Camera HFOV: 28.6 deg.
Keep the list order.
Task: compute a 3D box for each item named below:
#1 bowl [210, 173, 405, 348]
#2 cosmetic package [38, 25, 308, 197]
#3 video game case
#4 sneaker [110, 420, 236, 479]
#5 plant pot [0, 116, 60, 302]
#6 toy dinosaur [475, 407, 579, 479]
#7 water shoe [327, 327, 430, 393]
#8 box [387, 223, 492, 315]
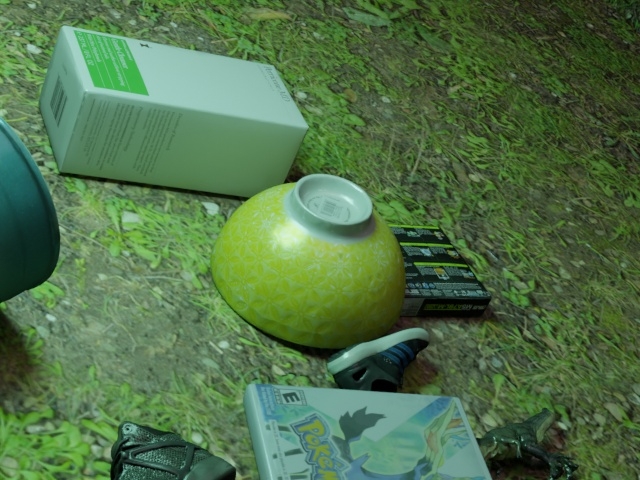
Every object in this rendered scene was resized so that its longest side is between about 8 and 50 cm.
[{"bbox_3d":[0.000,0.000,1.790,0.289,0.156,0.289,12,36,-9],"label":"bowl"},{"bbox_3d":[-0.229,-0.192,1.945,0.366,0.155,0.197,5,36,-30],"label":"cosmetic package"},{"bbox_3d":[0.077,0.305,1.514,0.300,0.036,0.329,6,36,-20],"label":"video game case"},{"bbox_3d":[-0.206,0.272,1.339,0.130,0.087,0.227,29,34,24],"label":"sneaker"},{"bbox_3d":[-0.478,-0.005,1.394,0.272,0.271,0.255,37,46,16],"label":"plant pot"},{"bbox_3d":[0.290,0.285,1.714,0.118,0.064,0.268,37,28,29],"label":"toy dinosaur"},{"bbox_3d":[0.087,0.177,1.734,0.203,0.073,0.080,-11,75,-48],"label":"water shoe"},{"bbox_3d":[0.149,0.044,1.982,0.191,0.045,0.184,2,37,-34],"label":"box"}]
